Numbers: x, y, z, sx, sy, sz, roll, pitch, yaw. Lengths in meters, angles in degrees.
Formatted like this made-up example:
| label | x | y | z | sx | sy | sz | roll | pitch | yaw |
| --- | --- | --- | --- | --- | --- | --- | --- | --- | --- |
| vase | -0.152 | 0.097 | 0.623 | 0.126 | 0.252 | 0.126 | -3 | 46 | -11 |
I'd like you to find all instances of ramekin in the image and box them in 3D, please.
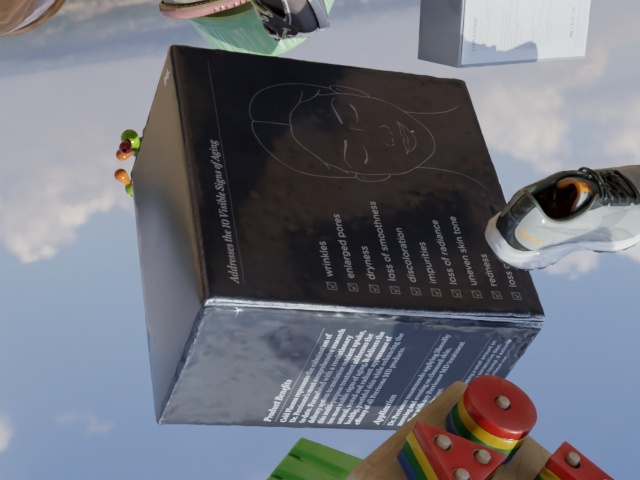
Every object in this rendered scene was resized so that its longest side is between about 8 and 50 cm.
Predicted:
| label | x | y | z | sx | sy | sz | roll | pitch | yaw |
| --- | --- | --- | --- | --- | --- | --- | --- | --- | --- |
| ramekin | -0.117 | -0.470 | 2.321 | 0.303 | 0.303 | 0.148 | -5 | 149 | 21 |

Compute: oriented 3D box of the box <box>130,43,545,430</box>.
| label | x | y | z | sx | sy | sz | roll | pitch | yaw |
| --- | --- | --- | --- | --- | --- | --- | --- | --- | --- |
| box | 0.000 | 0.000 | 1.864 | 0.471 | 0.297 | 0.480 | 6 | -132 | -21 |

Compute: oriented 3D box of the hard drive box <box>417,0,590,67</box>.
| label | x | y | z | sx | sy | sz | roll | pitch | yaw |
| --- | --- | --- | --- | --- | --- | --- | --- | --- | --- |
| hard drive box | 0.249 | -0.329 | 1.717 | 0.232 | 0.181 | 0.089 | -9 | -160 | -35 |

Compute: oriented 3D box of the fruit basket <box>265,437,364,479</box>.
| label | x | y | z | sx | sy | sz | roll | pitch | yaw |
| --- | --- | --- | --- | --- | --- | --- | --- | --- | --- |
| fruit basket | 0.042 | 0.512 | 2.043 | 0.392 | 0.283 | 0.392 | 25 | -156 | -12 |

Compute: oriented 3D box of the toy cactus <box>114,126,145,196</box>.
| label | x | y | z | sx | sy | sz | roll | pitch | yaw |
| --- | --- | --- | --- | --- | --- | --- | --- | --- | --- |
| toy cactus | -0.269 | -0.123 | 2.163 | 0.112 | 0.219 | 0.180 | -31 | -143 | 15 |

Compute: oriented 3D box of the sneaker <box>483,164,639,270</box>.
| label | x | y | z | sx | sy | sz | roll | pitch | yaw |
| --- | --- | --- | --- | --- | --- | --- | --- | --- | --- |
| sneaker | 0.328 | -0.043 | 1.568 | 0.271 | 0.100 | 0.108 | -17 | 150 | -30 |

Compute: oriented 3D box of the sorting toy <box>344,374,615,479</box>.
| label | x | y | z | sx | sy | sz | roll | pitch | yaw |
| --- | --- | --- | --- | --- | --- | --- | --- | --- | --- |
| sorting toy | 0.202 | 0.270 | 1.439 | 0.255 | 0.089 | 0.257 | 39 | -144 | 16 |

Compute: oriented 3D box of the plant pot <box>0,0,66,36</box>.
| label | x | y | z | sx | sy | sz | roll | pitch | yaw |
| --- | --- | --- | --- | --- | --- | --- | --- | --- | --- |
| plant pot | -0.507 | -0.428 | 1.943 | 0.291 | 0.291 | 0.203 | -8 | -154 | 1 |

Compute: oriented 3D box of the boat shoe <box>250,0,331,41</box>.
| label | x | y | z | sx | sy | sz | roll | pitch | yaw |
| --- | --- | --- | --- | --- | --- | --- | --- | --- | --- |
| boat shoe | -0.046 | -0.327 | 1.749 | 0.096 | 0.116 | 0.324 | -15 | -178 | 3 |

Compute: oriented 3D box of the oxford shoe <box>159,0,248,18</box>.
| label | x | y | z | sx | sy | sz | roll | pitch | yaw |
| --- | --- | --- | --- | --- | --- | --- | --- | --- | --- |
| oxford shoe | -0.075 | -0.386 | 1.549 | 0.123 | 0.130 | 0.348 | 16 | -132 | 42 |
